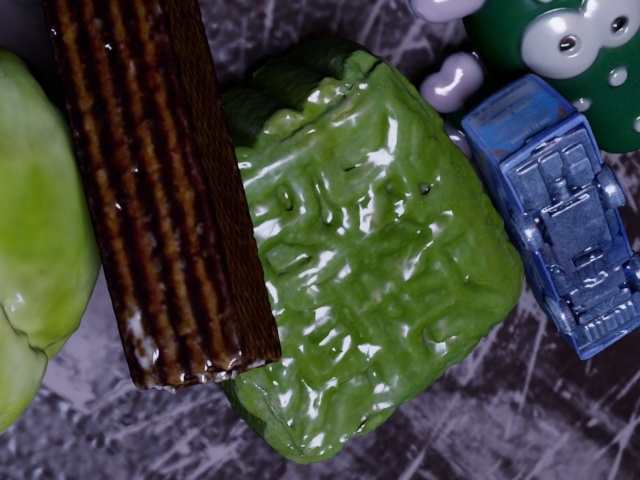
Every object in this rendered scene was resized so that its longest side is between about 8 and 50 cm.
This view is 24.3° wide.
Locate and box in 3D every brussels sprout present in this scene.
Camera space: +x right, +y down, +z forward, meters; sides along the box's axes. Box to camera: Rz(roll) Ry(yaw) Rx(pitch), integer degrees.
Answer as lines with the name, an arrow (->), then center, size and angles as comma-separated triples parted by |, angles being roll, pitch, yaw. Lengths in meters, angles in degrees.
brussels sprout -> -0.282, 0.011, 0.822 | 0.316, 0.242, 0.274 | 8, 92, -19

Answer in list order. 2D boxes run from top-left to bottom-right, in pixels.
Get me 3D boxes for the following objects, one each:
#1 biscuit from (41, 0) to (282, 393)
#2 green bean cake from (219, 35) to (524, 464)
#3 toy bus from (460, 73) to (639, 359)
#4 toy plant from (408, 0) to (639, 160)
biscuit -> -0.107, -0.104, 0.865 | 0.073, 0.107, 0.388 | -14, 83, 8
green bean cake -> 0.000, 0.000, 1.007 | 0.222, 0.125, 0.248 | -36, 114, -11
toy bus -> 0.174, -0.014, 1.059 | 0.079, 0.094, 0.236 | -28, 139, 2
toy plant -> 0.175, -0.162, 1.048 | 0.232, 0.112, 0.243 | -17, 126, -10
